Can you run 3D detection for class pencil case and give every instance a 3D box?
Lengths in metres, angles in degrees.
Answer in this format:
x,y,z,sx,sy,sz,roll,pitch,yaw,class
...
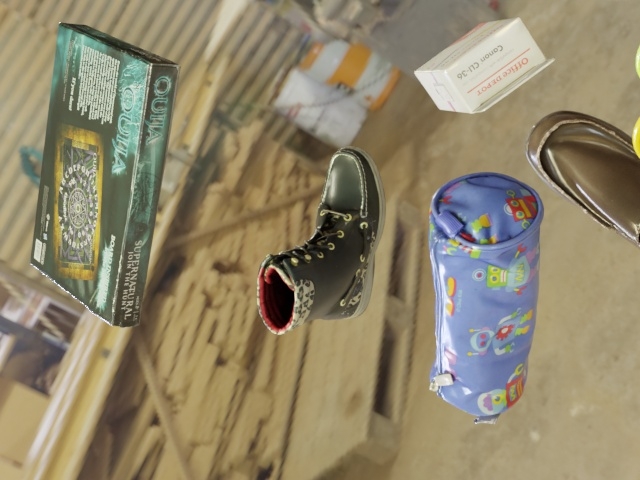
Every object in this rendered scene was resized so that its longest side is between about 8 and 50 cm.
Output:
x,y,z,sx,sy,sz,roll,pitch,yaw,class
0.183,0.072,1.172,0.119,0.133,0.306,46,151,42,pencil case

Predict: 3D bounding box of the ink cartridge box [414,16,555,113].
x,y,z,sx,sy,sz,roll,pitch,yaw,class
0.201,-0.218,1.265,0.115,0.067,0.198,-37,13,-2,ink cartridge box

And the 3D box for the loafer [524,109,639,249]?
x,y,z,sx,sy,sz,roll,pitch,yaw,class
0.468,-0.066,1.494,0.134,0.366,0.130,-56,-1,11,loafer

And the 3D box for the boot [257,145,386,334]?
x,y,z,sx,sy,sz,roll,pitch,yaw,class
0.001,0.001,1.311,0.085,0.178,0.236,12,104,33,boot

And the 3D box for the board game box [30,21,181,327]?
x,y,z,sx,sy,sz,roll,pitch,yaw,class
-0.155,-0.048,0.715,0.126,0.026,0.186,29,114,42,board game box

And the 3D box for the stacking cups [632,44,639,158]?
x,y,z,sx,sy,sz,roll,pitch,yaw,class
0.256,-0.194,0.701,0.096,0.096,0.316,-40,36,50,stacking cups
